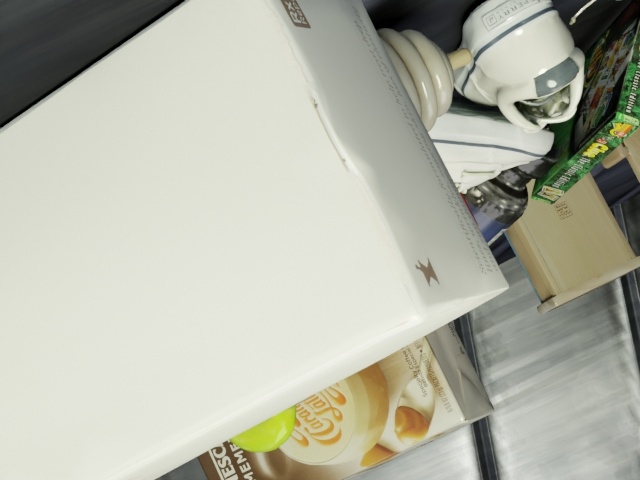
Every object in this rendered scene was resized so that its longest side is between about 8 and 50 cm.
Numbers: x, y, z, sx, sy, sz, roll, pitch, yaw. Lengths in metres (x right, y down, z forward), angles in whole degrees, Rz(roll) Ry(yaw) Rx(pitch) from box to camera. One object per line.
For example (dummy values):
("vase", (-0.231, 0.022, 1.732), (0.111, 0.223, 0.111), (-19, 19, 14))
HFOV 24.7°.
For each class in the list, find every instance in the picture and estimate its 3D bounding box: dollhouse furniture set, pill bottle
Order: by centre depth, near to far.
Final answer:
("pill bottle", (0.121, -0.038, 1.415), (0.219, 0.123, 0.123), (-45, 164, 24))
("dollhouse furniture set", (0.280, -0.008, 1.880), (0.286, 0.198, 0.303), (-23, 171, -23))

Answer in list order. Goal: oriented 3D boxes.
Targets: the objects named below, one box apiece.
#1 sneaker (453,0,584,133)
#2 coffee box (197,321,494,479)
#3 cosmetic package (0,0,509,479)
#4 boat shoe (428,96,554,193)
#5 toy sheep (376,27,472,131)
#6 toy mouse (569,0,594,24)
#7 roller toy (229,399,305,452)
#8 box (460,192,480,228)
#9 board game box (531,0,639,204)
("sneaker", (0.157, -0.126, 1.152), (0.094, 0.091, 0.258), (-28, 173, 7))
("coffee box", (0.010, 0.147, 1.317), (0.246, 0.141, 0.098), (-30, 170, 20))
("cosmetic package", (-0.112, 0.028, 0.869), (0.385, 0.217, 0.156), (-28, 171, 22))
("boat shoe", (0.106, -0.077, 1.220), (0.226, 0.083, 0.076), (5, 108, -43))
("toy sheep", (0.044, -0.104, 0.988), (0.132, 0.091, 0.091), (-30, 173, -16))
("toy mouse", (0.238, -0.212, 1.089), (0.143, 0.031, 0.161), (-33, 169, 33))
("roller toy", (-0.089, 0.059, 1.203), (0.146, 0.209, 0.191), (-13, 139, -58))
("box", (0.000, 0.000, 1.318), (0.122, 0.128, 0.257), (-18, 167, -45))
("board game box", (0.259, -0.130, 1.365), (0.030, 0.136, 0.260), (16, 165, -4))
